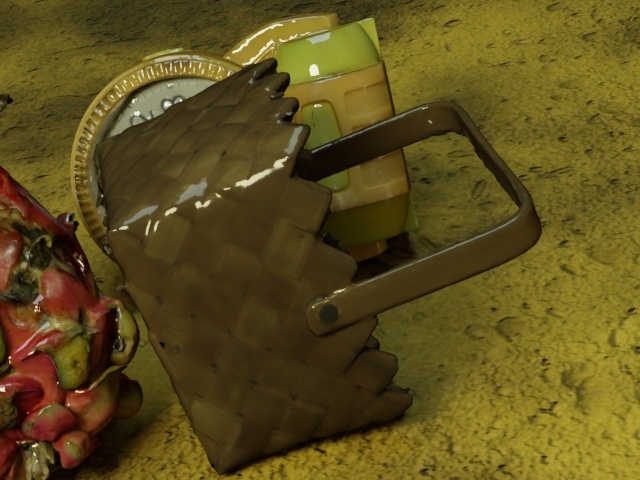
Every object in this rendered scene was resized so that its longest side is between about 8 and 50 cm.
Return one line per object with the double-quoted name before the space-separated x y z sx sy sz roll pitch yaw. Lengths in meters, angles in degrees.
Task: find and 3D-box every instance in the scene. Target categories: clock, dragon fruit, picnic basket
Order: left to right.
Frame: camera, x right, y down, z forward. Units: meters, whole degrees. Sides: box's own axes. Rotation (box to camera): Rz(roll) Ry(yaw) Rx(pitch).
"dragon fruit" -0.279 0.071 1.294 0.291 0.250 0.269 30 51 3
"clock" -0.080 -0.080 1.555 0.317 0.244 0.200 -13 6 2
"picnic basket" 0.000 0.000 1.296 0.321 0.291 0.254 -23 27 -2
